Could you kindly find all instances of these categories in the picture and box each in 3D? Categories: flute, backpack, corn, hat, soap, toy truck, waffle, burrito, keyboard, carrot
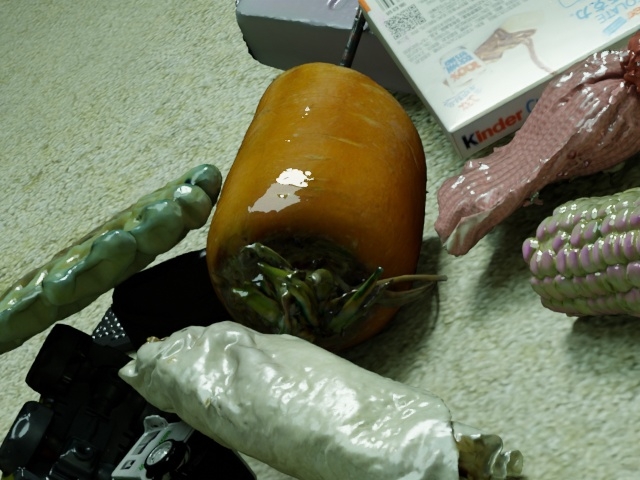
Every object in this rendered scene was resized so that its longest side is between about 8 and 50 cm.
[{"bbox_3d":[0.008,-0.133,2.082,0.014,0.014,0.269,32,104,66],"label":"flute"},{"bbox_3d":[-0.115,0.061,1.958,0.165,0.120,0.106,-21,25,2],"label":"backpack"},{"bbox_3d":[0.284,0.006,1.477,0.126,0.126,0.335,-49,21,-24],"label":"corn"},{"bbox_3d":[0.235,-0.098,1.741,0.286,0.107,0.237,-39,9,33],"label":"hat"},{"bbox_3d":[0.093,-0.302,2.202,0.285,0.107,0.296,11,56,36],"label":"soap"},{"bbox_3d":[-0.231,0.201,1.867,0.165,0.147,0.224,-56,10,37],"label":"toy truck"},{"bbox_3d":[-0.220,0.025,1.879,0.309,0.056,0.292,-33,6,-2],"label":"waffle"},{"bbox_3d":[-0.006,0.139,1.589,0.392,0.076,0.117,20,53,42],"label":"burrito"},{"bbox_3d":[-0.165,0.264,1.674,0.125,0.101,0.242,-12,35,53],"label":"toy truck"},{"bbox_3d":[-0.155,0.071,2.119,0.262,0.016,0.106,-18,30,40],"label":"keyboard"},{"bbox_3d":[0.000,0.000,1.805,0.193,0.214,0.331,-46,13,33],"label":"carrot"}]

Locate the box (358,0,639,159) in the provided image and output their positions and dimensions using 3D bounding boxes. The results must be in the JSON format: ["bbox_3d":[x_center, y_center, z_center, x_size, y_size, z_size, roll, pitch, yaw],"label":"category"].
[{"bbox_3d":[0.203,-0.226,1.963,0.273,0.048,0.265,-28,40,0],"label":"box"}]
